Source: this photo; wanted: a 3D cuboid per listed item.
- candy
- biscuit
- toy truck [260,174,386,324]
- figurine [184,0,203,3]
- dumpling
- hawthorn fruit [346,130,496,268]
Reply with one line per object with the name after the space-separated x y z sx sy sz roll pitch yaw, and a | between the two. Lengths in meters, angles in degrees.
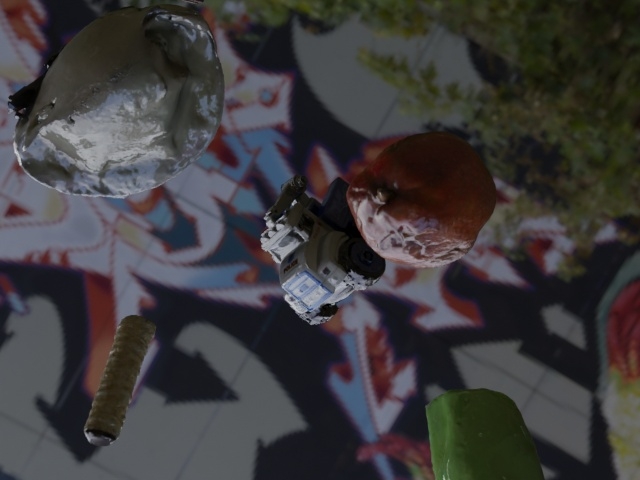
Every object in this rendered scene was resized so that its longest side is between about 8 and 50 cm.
0.210 0.348 1.616 0.142 0.132 0.343 5 -122 -25 | candy
-0.301 0.211 1.993 0.061 0.219 0.055 19 143 -10 | biscuit
0.000 0.000 1.966 0.177 0.161 0.213 39 -139 -14 | toy truck
-0.256 -0.531 2.489 0.082 0.154 0.098 5 -166 -41 | figurine
-0.255 -0.179 1.671 0.163 0.293 0.204 46 178 30 | dumpling
0.115 -0.050 1.581 0.179 0.173 0.173 -11 -152 -27 | hawthorn fruit
